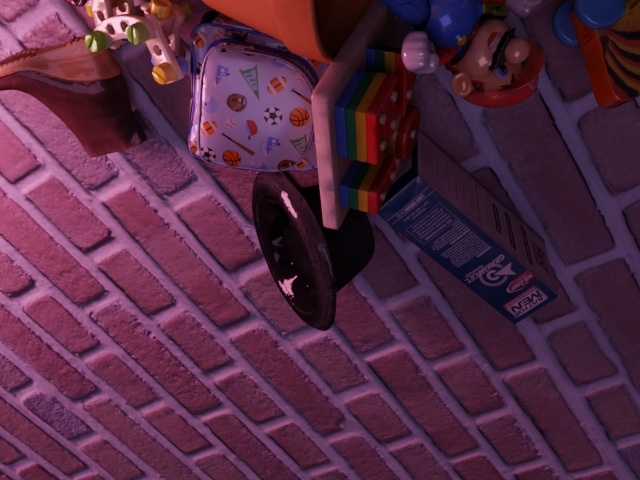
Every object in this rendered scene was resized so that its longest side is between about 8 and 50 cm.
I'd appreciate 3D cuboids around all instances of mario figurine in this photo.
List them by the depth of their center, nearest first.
[{"bbox_3d":[0.209,-0.304,0.963,0.320,0.170,0.198,34,118,-31],"label":"mario figurine"}]

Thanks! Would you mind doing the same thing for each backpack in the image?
[{"bbox_3d":[-0.076,-0.229,1.119,0.263,0.213,0.276,4,125,-8],"label":"backpack"}]

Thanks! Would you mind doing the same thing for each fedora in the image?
[{"bbox_3d":[0.000,0.000,1.264,0.152,0.334,0.334,-23,127,-18],"label":"fedora"}]

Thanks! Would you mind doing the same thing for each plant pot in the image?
[{"bbox_3d":[-0.046,-0.404,0.956,0.203,0.291,0.291,16,128,17],"label":"plant pot"}]

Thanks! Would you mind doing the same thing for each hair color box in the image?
[{"bbox_3d":[0.257,-0.022,1.238,0.347,0.174,0.105,37,122,-19],"label":"hair color box"}]

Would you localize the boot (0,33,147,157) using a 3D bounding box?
[{"bbox_3d":[-0.449,-0.232,1.222,0.248,0.090,0.207,-11,122,10],"label":"boot"}]

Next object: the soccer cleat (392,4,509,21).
[{"bbox_3d":[0.198,-0.358,1.081,0.179,0.060,0.072,8,151,-4],"label":"soccer cleat"}]

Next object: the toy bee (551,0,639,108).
[{"bbox_3d":[0.416,-0.351,0.993,0.162,0.195,0.298,-26,110,-5],"label":"toy bee"}]

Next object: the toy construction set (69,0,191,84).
[{"bbox_3d":[-0.284,-0.409,1.034,0.215,0.151,0.328,21,119,27],"label":"toy construction set"}]

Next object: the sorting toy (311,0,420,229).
[{"bbox_3d":[0.085,-0.182,1.054,0.089,0.255,0.257,15,142,18],"label":"sorting toy"}]
